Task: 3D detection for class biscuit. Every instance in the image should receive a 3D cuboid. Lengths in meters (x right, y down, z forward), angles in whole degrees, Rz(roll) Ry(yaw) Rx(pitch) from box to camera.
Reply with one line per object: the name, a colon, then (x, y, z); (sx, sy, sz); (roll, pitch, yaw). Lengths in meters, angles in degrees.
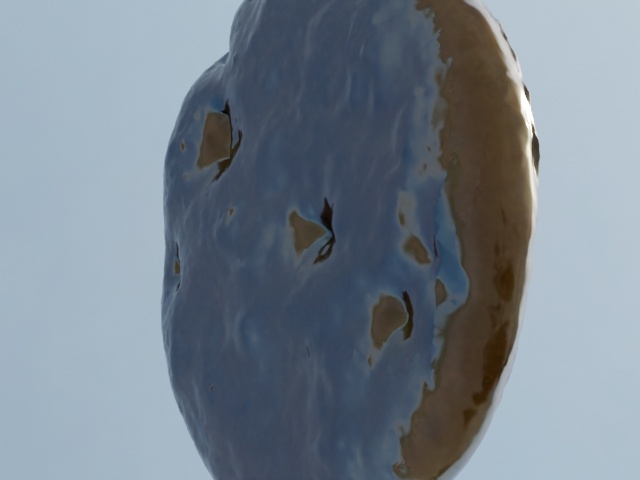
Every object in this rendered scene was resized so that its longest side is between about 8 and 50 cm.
biscuit: (0.000, 0.000, 0.614); (0.036, 0.212, 0.212); (8, -97, -33)
